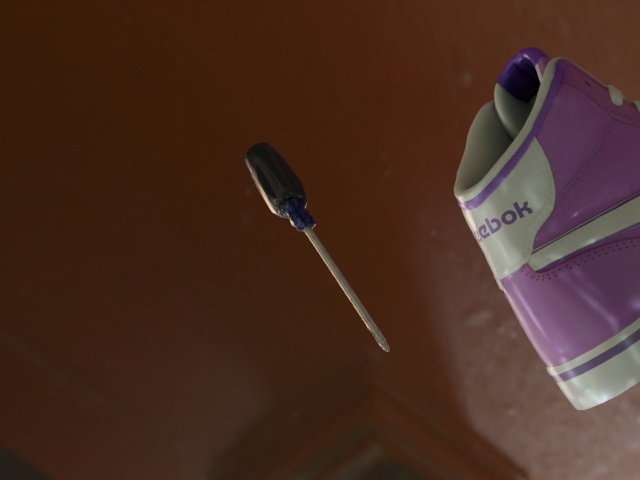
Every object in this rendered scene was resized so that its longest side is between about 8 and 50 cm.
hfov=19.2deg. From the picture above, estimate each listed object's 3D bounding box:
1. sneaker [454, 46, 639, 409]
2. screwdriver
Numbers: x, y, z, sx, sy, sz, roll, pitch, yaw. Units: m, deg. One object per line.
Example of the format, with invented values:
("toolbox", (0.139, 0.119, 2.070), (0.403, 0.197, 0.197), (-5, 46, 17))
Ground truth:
("sneaker", (0.175, -0.049, 0.965), (0.102, 0.282, 0.161), (-36, 88, 44))
("screwdriver", (0.000, 0.000, 1.026), (0.024, 0.170, 0.025), (-3, 127, -31))
